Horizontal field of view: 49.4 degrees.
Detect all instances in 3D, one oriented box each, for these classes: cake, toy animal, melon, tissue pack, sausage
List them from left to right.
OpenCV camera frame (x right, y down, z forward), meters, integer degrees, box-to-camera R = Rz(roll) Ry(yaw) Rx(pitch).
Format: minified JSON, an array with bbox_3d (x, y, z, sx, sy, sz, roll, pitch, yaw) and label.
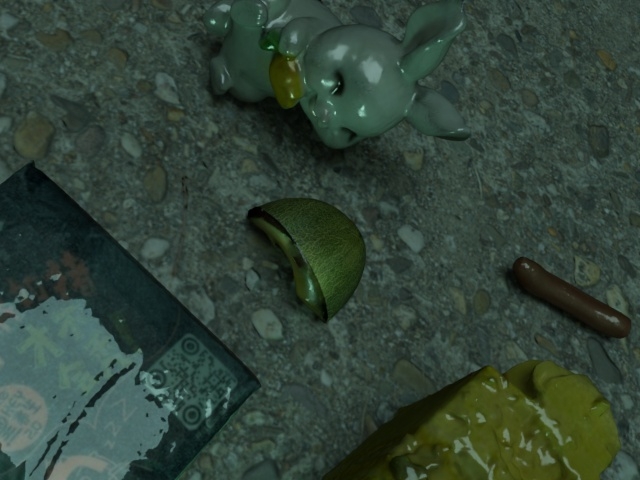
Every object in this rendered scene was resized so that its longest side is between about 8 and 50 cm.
[{"bbox_3d":[-0.240,0.107,0.636,0.316,0.103,0.228,44,57,1],"label":"tissue pack"},{"bbox_3d":[0.000,0.000,0.802,0.128,0.079,0.160,-31,81,-30],"label":"melon"},{"bbox_3d":[0.020,-0.210,0.827,0.326,0.208,0.154,5,36,24],"label":"toy animal"},{"bbox_3d":[0.144,0.258,0.653,0.286,0.227,0.222,-31,80,-32],"label":"cake"},{"bbox_3d":[0.332,0.077,0.928,0.186,0.043,0.043,30,58,-8],"label":"sausage"}]
